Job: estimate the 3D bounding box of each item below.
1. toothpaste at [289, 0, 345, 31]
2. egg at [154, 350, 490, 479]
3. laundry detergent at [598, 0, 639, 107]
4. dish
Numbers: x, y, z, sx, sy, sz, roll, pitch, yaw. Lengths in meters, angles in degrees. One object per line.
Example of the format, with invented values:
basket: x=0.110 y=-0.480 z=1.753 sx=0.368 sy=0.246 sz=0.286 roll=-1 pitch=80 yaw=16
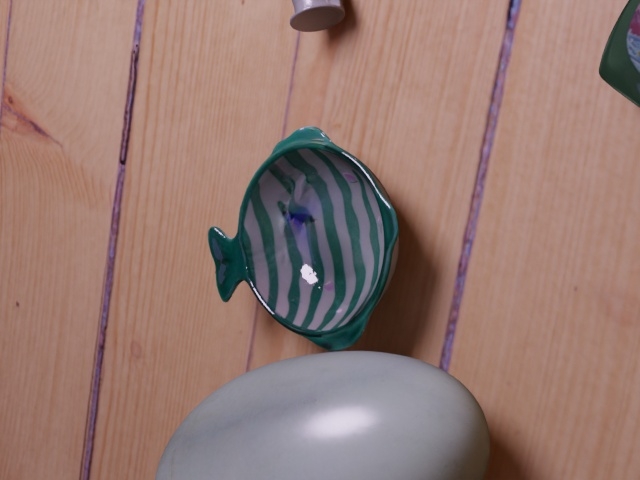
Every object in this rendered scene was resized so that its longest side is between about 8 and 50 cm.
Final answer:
toothpaste: x=-0.027 y=-0.348 z=1.170 sx=0.096 sy=0.061 sz=0.266 roll=-22 pitch=74 yaw=40
egg: x=-0.003 y=0.224 z=1.098 sx=0.371 sy=0.230 sz=0.230 roll=-24 pitch=80 yaw=32
laundry detergent: x=0.322 y=-0.188 z=0.892 sx=0.137 sy=0.063 sz=0.211 roll=44 pitch=118 yaw=25
dish: x=0.000 y=0.000 z=1.165 sx=0.246 sy=0.078 sz=0.224 roll=-13 pitch=87 yaw=39
